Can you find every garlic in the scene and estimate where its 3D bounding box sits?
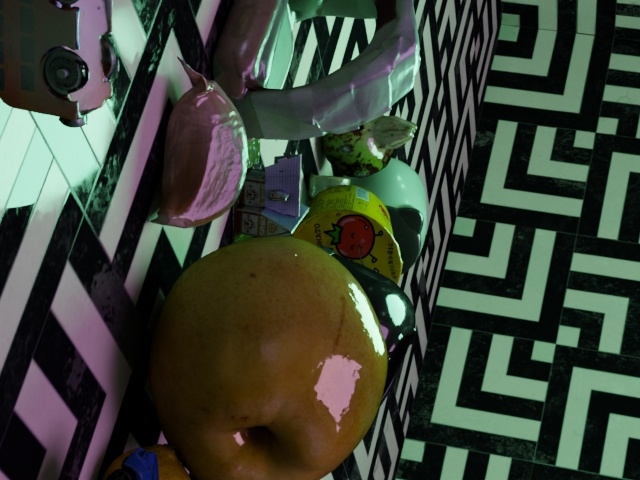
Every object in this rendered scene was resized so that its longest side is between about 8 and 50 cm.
[{"bbox_3d":[-0.141,-0.115,1.751,0.128,0.090,0.198,-12,116,-63],"label":"garlic"}]

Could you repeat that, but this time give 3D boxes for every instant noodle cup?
[{"bbox_3d":[0.037,0.004,2.303,0.144,0.182,0.182,-79,172,-63],"label":"instant noodle cup"}]

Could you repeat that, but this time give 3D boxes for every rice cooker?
[{"bbox_3d":[0.000,0.141,2.110,0.267,0.224,0.267,-54,164,-23],"label":"rice cooker"}]

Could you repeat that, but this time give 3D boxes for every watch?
[{"bbox_3d":[0.008,-0.240,1.946,0.161,0.241,0.253,81,22,-57],"label":"watch"}]

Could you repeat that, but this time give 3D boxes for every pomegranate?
[{"bbox_3d":[0.081,-0.178,2.496,0.125,0.163,0.138,-89,159,-62],"label":"pomegranate"}]

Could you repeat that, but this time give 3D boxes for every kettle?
[{"bbox_3d":[0.082,-0.015,2.563,0.161,0.221,0.236,50,14,-17],"label":"kettle"}]

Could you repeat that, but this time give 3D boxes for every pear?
[{"bbox_3d":[-0.067,0.151,1.799,0.314,0.314,0.314,9,90,-77],"label":"pear"}]

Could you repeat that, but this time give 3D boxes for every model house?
[{"bbox_3d":[-0.066,-0.059,2.086,0.117,0.088,0.167,-53,149,-63],"label":"model house"}]

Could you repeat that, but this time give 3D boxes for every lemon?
[{"bbox_3d":[-0.200,0.293,1.711,0.133,0.109,0.109,-65,165,-5],"label":"lemon"}]

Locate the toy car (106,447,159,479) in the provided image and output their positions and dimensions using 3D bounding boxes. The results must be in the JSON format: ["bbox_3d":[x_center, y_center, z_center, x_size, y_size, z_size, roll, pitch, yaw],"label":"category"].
[{"bbox_3d":[-0.207,0.316,1.521,0.103,0.063,0.216,86,25,-64],"label":"toy car"}]

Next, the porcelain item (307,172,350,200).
[{"bbox_3d":[0.000,0.000,2.449,0.081,0.069,0.215,-146,-116,-87],"label":"porcelain item"}]

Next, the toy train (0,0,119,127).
[{"bbox_3d":[-0.229,-0.189,1.291,0.072,0.099,0.188,-48,146,-62],"label":"toy train"}]
